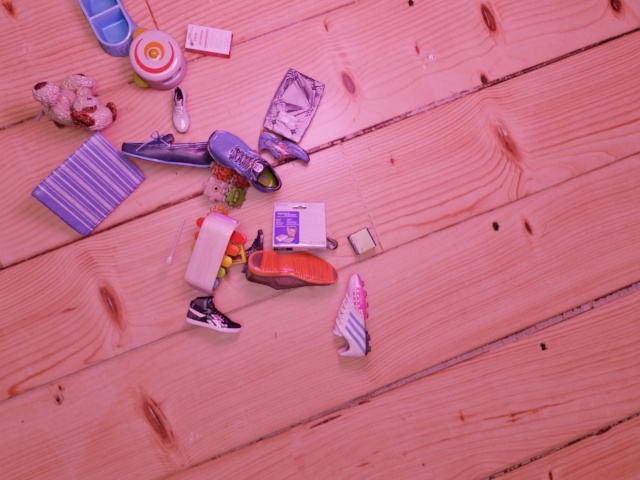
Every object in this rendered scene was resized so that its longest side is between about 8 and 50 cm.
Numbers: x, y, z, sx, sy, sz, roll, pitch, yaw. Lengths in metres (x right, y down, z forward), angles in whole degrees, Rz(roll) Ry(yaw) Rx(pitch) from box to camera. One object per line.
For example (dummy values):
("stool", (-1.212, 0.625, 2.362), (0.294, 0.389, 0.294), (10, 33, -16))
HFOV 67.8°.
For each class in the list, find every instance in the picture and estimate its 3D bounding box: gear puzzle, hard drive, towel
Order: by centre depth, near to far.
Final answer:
("towel", (-0.862, -0.206, 1.782), (0.336, 0.040, 0.243), (-44, 117, -4))
("gear puzzle", (-0.352, -0.213, 1.821), (0.176, 0.044, 0.338), (22, 89, -29))
("hard drive", (-0.104, -0.524, 1.863), (0.172, 0.054, 0.254), (25, 89, -4))

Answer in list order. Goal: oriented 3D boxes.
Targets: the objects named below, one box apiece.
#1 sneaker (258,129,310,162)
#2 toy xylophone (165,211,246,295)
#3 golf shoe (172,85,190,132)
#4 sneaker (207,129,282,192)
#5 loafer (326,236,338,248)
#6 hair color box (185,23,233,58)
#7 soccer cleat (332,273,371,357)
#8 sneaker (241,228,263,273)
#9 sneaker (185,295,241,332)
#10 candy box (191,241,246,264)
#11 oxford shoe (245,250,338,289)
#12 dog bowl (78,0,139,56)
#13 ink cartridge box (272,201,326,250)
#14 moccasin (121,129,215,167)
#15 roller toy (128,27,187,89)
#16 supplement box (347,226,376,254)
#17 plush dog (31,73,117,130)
("sneaker", (-0.144, -0.351, 1.858), (0.221, 0.083, 0.087), (24, 102, 2))
("toy xylophone", (-0.435, 0.040, 1.786), (0.236, 0.081, 0.322), (30, 100, 4))
("golf shoe", (-0.542, -0.503, 1.819), (0.069, 0.086, 0.176), (-6, 92, -6))
("sneaker", (-0.263, -0.290, 1.747), (0.330, 0.147, 0.129), (35, 81, -32))
("loafer", (0.000, 0.000, 1.874), (0.148, 0.050, 0.056), (11, 88, -5))
("hair color box", (-0.429, -0.770, 1.842), (0.168, 0.053, 0.093), (8, 91, -5))
("soccer cleat", (0.113, 0.297, 1.849), (0.143, 0.116, 0.330), (-5, 91, -4))
("sneaker", (-0.266, 0.042, 1.856), (0.089, 0.051, 0.170), (-1, 93, -7))
("sneaker", (-0.403, 0.277, 1.833), (0.217, 0.079, 0.121), (13, 91, -2))
("candy box", (-0.392, 0.048, 1.838), (0.206, 0.027, 0.105), (-9, 88, 10))
("oxford shoe", (-0.111, 0.128, 1.849), (0.364, 0.132, 0.129), (11, 48, -16))
("dog bowl", (-0.807, -0.851, 1.806), (0.166, 0.074, 0.297), (-27, 93, -3))
("ink cartridge box", (-0.080, -0.056, 1.850), (0.207, 0.045, 0.208), (1, 60, -2))
("moccasin", (-0.569, -0.351, 1.805), (0.342, 0.138, 0.116), (4, 100, -17))
("roller toy", (-0.607, -0.679, 1.783), (0.191, 0.146, 0.209), (5, 89, -4))
("supplement box", (0.163, 0.003, 1.881), (0.083, 0.056, 0.083), (-29, 92, -4))
("plush dog", (-0.883, -0.473, 1.750), (0.226, 0.262, 0.210), (24, 122, 6))
